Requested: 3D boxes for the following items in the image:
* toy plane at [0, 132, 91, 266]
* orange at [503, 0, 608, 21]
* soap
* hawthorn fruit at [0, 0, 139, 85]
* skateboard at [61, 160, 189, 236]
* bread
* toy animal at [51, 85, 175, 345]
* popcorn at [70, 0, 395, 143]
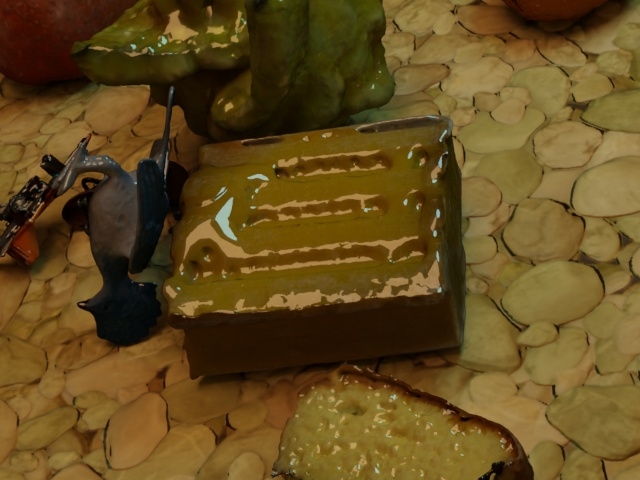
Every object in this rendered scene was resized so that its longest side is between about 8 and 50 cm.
[{"bbox_3d":[-0.322,-0.053,1.755,0.135,0.062,0.188,-12,52,64],"label":"toy plane"},{"bbox_3d":[0.282,-0.351,1.811,0.193,0.161,0.193,-15,39,12],"label":"orange"},{"bbox_3d":[0.000,0.000,1.551,0.281,0.143,0.259,-7,47,15],"label":"soap"},{"bbox_3d":[-0.356,-0.318,1.977,0.231,0.263,0.235,-32,66,18],"label":"hawthorn fruit"},{"bbox_3d":[-0.222,-0.055,1.763,0.151,0.067,0.080,-13,32,13],"label":"skateboard"},{"bbox_3d":[0.081,0.207,1.303,0.260,0.134,0.129,16,63,51],"label":"bread"},{"bbox_3d":[-0.193,-0.030,1.601,0.255,0.176,0.239,-52,15,5],"label":"toy animal"},{"bbox_3d":[-0.069,-0.215,1.703,0.321,0.290,0.326,-48,18,-14],"label":"popcorn"}]
